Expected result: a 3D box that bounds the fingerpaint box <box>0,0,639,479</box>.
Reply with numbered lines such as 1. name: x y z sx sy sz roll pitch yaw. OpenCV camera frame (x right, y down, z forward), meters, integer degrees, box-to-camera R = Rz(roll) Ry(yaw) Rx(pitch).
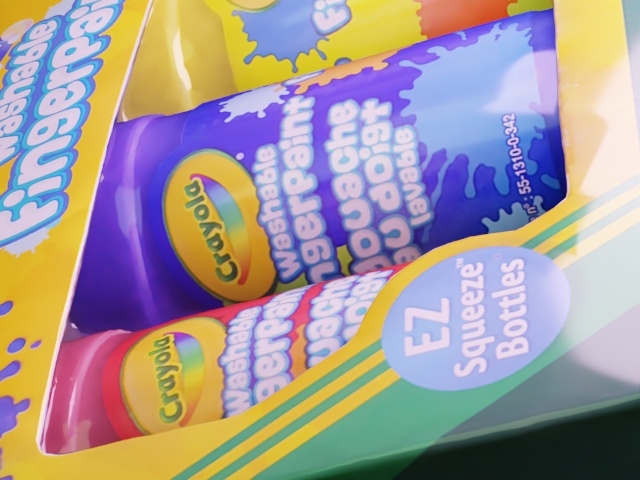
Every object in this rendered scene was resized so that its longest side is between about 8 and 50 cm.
1. fingerpaint box: 0.000 0.000 0.772 0.371 0.163 0.445 -14 36 16
